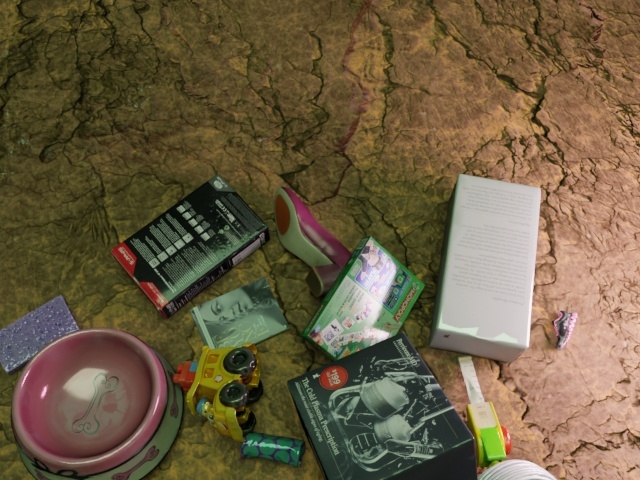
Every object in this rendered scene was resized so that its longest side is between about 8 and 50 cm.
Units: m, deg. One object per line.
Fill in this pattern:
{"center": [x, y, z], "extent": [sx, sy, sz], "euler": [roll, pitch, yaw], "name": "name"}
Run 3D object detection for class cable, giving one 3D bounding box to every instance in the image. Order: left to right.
{"center": [0.435, 0.623, 1.501], "extent": [0.257, 0.089, 0.257], "euler": [-30, 105, -12], "name": "cable"}

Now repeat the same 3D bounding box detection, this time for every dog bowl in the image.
{"center": [-0.543, 0.390, 1.615], "extent": [0.408, 0.150, 0.408], "euler": [1, 57, -2], "name": "dog bowl"}

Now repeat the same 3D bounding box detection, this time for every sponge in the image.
{"center": [-0.752, 0.247, 1.778], "extent": [0.210, 0.031, 0.117], "euler": [-32, 69, -14], "name": "sponge"}

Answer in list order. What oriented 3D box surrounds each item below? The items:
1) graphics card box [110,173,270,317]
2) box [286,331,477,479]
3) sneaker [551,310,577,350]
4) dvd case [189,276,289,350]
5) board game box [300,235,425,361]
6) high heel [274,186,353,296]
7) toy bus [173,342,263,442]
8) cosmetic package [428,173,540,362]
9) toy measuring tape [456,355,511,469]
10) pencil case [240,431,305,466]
{"center": [-0.351, 0.010, 1.852], "extent": [0.371, 0.094, 0.233], "euler": [-40, 71, -15], "name": "graphics card box"}
{"center": [0.133, 0.429, 1.530], "extent": [0.313, 0.179, 0.343], "euler": [-21, 40, -10], "name": "box"}
{"center": [0.634, 0.235, 1.775], "extent": [0.057, 0.047, 0.119], "euler": [21, 60, 17], "name": "sneaker"}
{"center": [-0.217, 0.211, 1.800], "extent": [0.221, 0.018, 0.164], "euler": [-24, 68, -10], "name": "dvd case"}
{"center": [0.116, 0.178, 1.741], "extent": [0.213, 0.046, 0.317], "euler": [42, 67, -19], "name": "board game box"}
{"center": [0.000, 0.000, 1.873], "extent": [0.181, 0.127, 0.377], "euler": [-4, 57, -33], "name": "high heel"}
{"center": [-0.258, 0.364, 1.639], "extent": [0.212, 0.149, 0.220], "euler": [1, 43, 6], "name": "toy bus"}
{"center": [0.436, 0.069, 1.784], "extent": [0.230, 0.161, 0.453], "euler": [11, 66, 5], "name": "cosmetic package"}
{"center": [0.389, 0.445, 1.664], "extent": [0.121, 0.121, 0.330], "euler": [-6, 43, -3], "name": "toy measuring tape"}
{"center": [-0.115, 0.509, 1.636], "extent": [0.152, 0.064, 0.070], "euler": [9, 100, 5], "name": "pencil case"}
